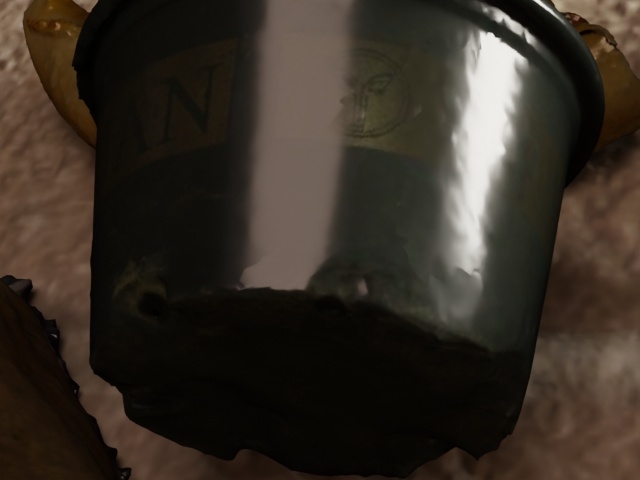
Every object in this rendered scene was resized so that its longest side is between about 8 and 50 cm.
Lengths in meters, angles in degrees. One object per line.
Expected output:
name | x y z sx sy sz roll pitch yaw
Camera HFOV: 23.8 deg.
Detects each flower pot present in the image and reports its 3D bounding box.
flower pot | 0.000 0.000 0.428 0.157 0.157 0.106 -2 57 15

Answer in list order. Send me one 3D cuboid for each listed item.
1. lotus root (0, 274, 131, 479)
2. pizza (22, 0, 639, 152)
lotus root | -0.156 0.057 0.464 0.167 0.078 0.329 -29 46 -14
pizza | -0.008 -0.065 0.550 0.246 0.058 0.127 20 55 29
